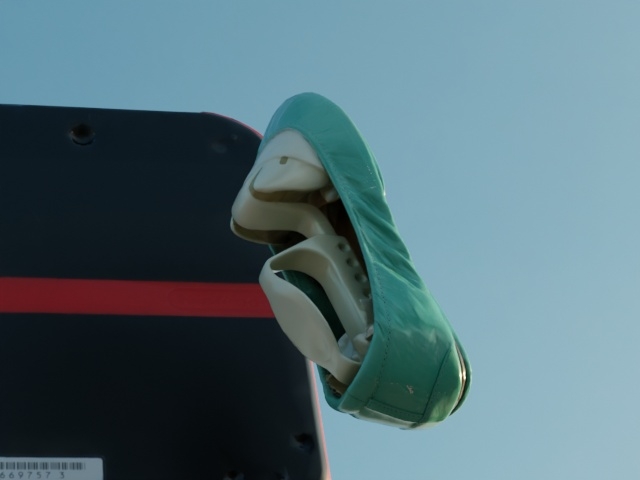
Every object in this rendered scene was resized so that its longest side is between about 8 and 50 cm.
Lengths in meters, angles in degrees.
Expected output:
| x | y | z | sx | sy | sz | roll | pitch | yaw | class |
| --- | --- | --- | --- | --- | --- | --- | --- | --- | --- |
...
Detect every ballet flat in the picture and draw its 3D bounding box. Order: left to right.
| x | y | z | sx | sy | sz | roll | pitch | yaw | class |
| --- | --- | --- | --- | --- | --- | --- | --- | --- | --- |
| 0.000 | 0.000 | 1.036 | 0.087 | 0.247 | 0.083 | 7 | -49 | -36 | ballet flat |

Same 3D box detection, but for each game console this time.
| x | y | z | sx | sy | sz | roll | pitch | yaw | class |
| --- | --- | --- | --- | --- | --- | --- | --- | --- | --- |
| -0.197 | 0.044 | 1.199 | 0.387 | 0.342 | 0.060 | 1 | -40 | -11 | game console |
